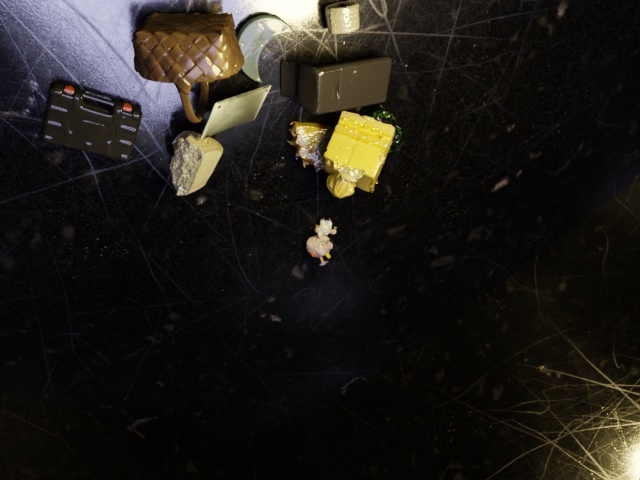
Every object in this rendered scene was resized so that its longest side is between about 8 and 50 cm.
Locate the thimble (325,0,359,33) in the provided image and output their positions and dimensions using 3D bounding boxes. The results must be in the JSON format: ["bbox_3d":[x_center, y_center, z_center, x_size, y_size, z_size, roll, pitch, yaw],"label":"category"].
[{"bbox_3d":[0.078,-0.782,1.653,0.115,0.102,0.090,-23,132,-16],"label":"thimble"}]

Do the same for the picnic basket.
[{"bbox_3d":[-0.407,-0.536,1.507,0.336,0.293,0.338,0,131,0],"label":"picnic basket"}]

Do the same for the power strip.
[{"bbox_3d":[-0.217,-0.670,1.642,0.167,0.054,0.253,30,109,-36],"label":"power strip"}]

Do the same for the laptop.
[{"bbox_3d":[-0.296,-0.453,1.662,0.269,0.015,0.188,-36,173,-41],"label":"laptop"}]

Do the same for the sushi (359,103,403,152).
[{"bbox_3d":[0.259,-0.468,1.973,0.124,0.127,0.225,-39,133,6],"label":"sushi"}]

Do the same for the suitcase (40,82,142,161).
[{"bbox_3d":[-0.772,-0.393,1.600,0.285,0.066,0.207,12,120,-32],"label":"suitcase"}]

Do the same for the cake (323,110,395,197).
[{"bbox_3d":[0.137,-0.311,1.837,0.227,0.222,0.286,73,38,-77],"label":"cake"}]

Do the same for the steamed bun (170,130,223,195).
[{"bbox_3d":[-0.487,-0.291,1.742,0.170,0.200,0.226,34,115,2],"label":"steamed bun"}]

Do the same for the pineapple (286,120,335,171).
[{"bbox_3d":[-0.024,-0.396,1.912,0.186,0.115,0.237,-32,130,2],"label":"pineapple"}]

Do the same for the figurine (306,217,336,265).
[{"bbox_3d":[0.000,0.000,2.246,0.137,0.112,0.229,1,113,-35],"label":"figurine"}]

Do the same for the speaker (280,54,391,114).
[{"bbox_3d":[0.062,-0.606,1.781,0.387,0.184,0.180,-18,134,-25],"label":"speaker"}]
